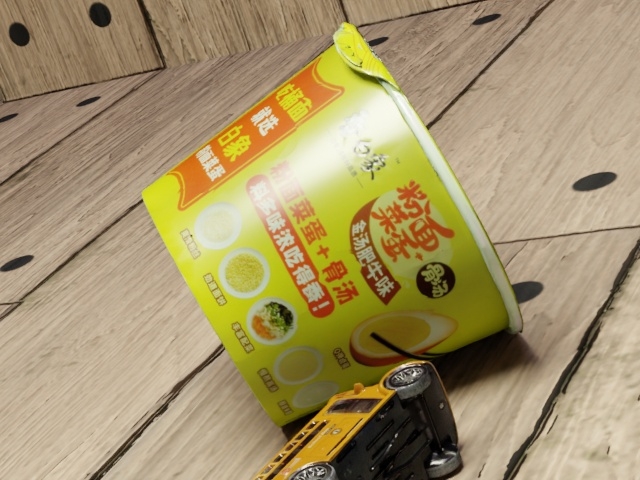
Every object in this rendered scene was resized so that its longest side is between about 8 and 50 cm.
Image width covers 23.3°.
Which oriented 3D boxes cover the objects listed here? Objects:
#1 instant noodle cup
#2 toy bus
[{"bbox_3d":[0.000,0.000,1.303,0.221,0.311,0.311,-31,20,-3],"label":"instant noodle cup"},{"bbox_3d":[0.021,0.165,1.116,0.088,0.083,0.194,-4,25,40],"label":"toy bus"}]
